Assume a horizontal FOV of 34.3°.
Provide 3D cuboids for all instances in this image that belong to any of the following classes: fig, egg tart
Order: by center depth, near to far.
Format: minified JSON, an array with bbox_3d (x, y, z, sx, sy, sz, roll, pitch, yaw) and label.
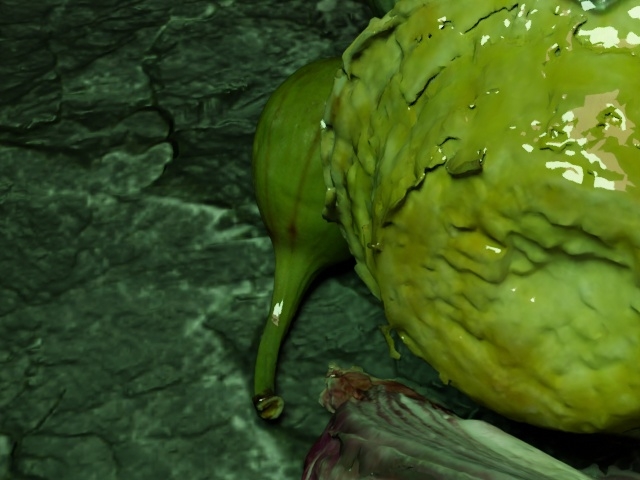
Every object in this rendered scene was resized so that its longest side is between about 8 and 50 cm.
[{"bbox_3d":[0.118,0.002,0.506,0.295,0.294,0.116,24,39,18],"label":"egg tart"},{"bbox_3d":[0.000,0.000,0.656,0.124,0.124,0.236,15,79,13],"label":"fig"}]

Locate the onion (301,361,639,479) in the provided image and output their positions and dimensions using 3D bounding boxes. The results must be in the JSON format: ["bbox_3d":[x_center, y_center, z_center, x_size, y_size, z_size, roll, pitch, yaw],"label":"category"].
[{"bbox_3d":[0.086,0.168,0.479,0.267,0.349,0.159,20,86,-23],"label":"onion"}]

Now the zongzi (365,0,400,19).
[{"bbox_3d":[0.126,-0.115,0.571,0.174,0.393,0.356,-41,56,22],"label":"zongzi"}]
